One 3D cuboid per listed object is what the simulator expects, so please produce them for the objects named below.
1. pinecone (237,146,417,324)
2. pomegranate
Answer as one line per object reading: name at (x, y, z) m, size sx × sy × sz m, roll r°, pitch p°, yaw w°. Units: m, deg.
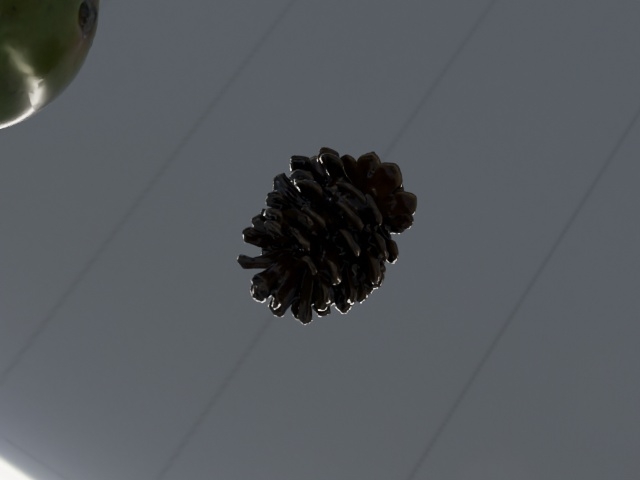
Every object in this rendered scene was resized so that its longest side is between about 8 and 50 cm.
pinecone at (0.002, 0.002, 1.476) m, size 0.169 × 0.185 × 0.212 m, roll 29°, pitch -130°, yaw -1°
pomegranate at (-0.413, -0.222, 1.373) m, size 0.359 × 0.310 × 0.216 m, roll 0°, pitch -83°, yaw 5°
